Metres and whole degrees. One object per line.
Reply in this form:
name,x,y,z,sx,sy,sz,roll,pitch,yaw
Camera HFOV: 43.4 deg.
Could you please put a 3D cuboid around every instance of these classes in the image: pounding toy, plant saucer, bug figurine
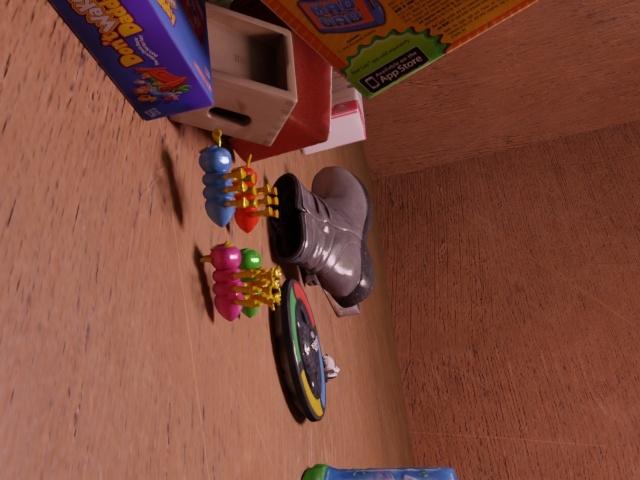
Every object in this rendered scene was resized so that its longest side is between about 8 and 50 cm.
pounding toy,-0.134,-0.231,0.965,0.094,0.181,0.206,-53,-147,44
plant saucer,-0.066,-0.247,1.086,0.258,0.047,0.259,-3,-95,61
bug figurine,-0.100,-0.011,0.977,0.279,0.072,0.216,29,55,-85

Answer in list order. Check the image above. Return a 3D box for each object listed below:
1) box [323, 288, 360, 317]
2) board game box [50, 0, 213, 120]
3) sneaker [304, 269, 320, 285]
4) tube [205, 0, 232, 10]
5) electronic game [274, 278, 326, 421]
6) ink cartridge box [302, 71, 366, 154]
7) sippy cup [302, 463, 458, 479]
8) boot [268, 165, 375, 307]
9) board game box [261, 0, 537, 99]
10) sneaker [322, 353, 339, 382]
box,0.032,0.046,1.840,0.231,0.056,0.183,64,17,-58
board game box,-0.196,-0.300,0.719,0.347,0.078,0.233,61,19,-64
sneaker,0.000,0.000,1.617,0.224,0.083,0.098,-82,153,-65
tube,-0.146,-0.335,1.215,0.070,0.062,0.240,36,5,15
electronic game,-0.027,0.174,1.283,0.229,0.048,0.229,-12,90,-81
ink cartridge box,0.021,-0.313,1.933,0.218,0.158,0.092,-91,165,-51
sippy cup,0.106,0.437,1.187,0.306,0.224,0.240,-93,167,-46
boot,-0.004,-0.060,1.455,0.222,0.118,0.338,41,26,-40
board game box,0.070,-0.434,0.760,0.356,0.356,0.356,34,41,-41
sneaker,0.007,0.238,1.485,0.044,0.040,0.109,62,4,2
